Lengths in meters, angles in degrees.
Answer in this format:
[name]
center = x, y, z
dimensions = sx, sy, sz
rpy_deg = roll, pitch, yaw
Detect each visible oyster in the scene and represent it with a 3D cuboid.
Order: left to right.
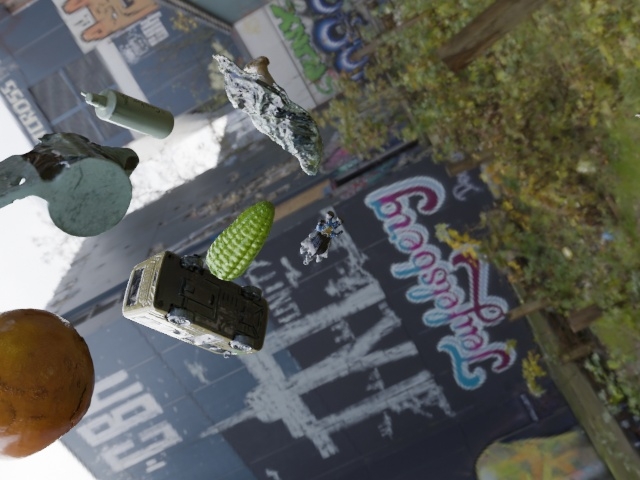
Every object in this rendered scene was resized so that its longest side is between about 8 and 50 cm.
[oyster]
center = -0.093, -0.243, 1.232
dimensions = 0.199, 0.087, 0.252
rpy_deg = 30, 167, 23

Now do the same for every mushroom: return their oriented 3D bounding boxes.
[mushroom]
center = -0.146, -0.368, 1.742
dimensions = 0.097, 0.088, 0.212
rpy_deg = -63, -36, -75

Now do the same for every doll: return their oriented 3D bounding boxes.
[doll]
center = 0.000, 0.000, 2.108
dimensions = 0.096, 0.195, 0.070
rpy_deg = 29, -159, -11

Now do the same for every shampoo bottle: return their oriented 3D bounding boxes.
[shampoo bottle]
center = -0.509, -0.341, 1.791
dimensions = 0.262, 0.085, 0.085
rpy_deg = 13, -132, -57

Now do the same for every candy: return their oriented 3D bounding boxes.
[candy]
center = -0.166, -0.005, 1.472
dimensions = 0.097, 0.209, 0.096
rpy_deg = 33, -156, -17

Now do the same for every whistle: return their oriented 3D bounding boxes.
[whistle]
center = -0.581, -0.123, 1.411
dimensions = 0.405, 0.188, 0.168
rpy_deg = 0, -154, -43

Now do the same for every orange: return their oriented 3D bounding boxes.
[orange]
center = -0.476, 0.223, 1.057
dimensions = 0.240, 0.240, 0.240
rpy_deg = 60, -171, -16

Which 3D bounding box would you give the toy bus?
[toy bus]
center = -0.314, 0.175, 1.756
dimensions = 0.365, 0.202, 0.176
rpy_deg = 32, -127, -38

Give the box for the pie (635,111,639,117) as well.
[pie]
center = 0.728, -0.190, 1.232
dimensions = 0.282, 0.129, 0.068
rpy_deg = 43, 142, 28
